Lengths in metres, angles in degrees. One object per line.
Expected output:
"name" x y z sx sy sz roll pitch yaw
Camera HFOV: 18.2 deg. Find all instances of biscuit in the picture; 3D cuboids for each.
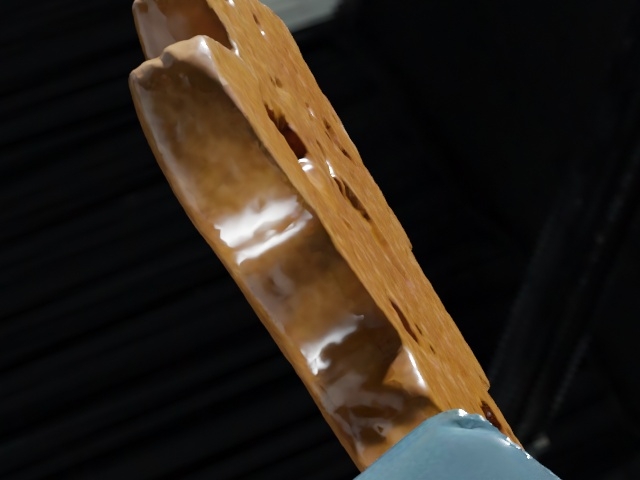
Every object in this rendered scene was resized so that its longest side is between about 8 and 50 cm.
"biscuit" 0.000 0.000 0.738 0.284 0.043 0.306 53 9 -33

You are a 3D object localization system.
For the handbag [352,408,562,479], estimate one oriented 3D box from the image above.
"handbag" 0.030 0.126 0.403 0.221 0.144 0.057 36 -27 61
